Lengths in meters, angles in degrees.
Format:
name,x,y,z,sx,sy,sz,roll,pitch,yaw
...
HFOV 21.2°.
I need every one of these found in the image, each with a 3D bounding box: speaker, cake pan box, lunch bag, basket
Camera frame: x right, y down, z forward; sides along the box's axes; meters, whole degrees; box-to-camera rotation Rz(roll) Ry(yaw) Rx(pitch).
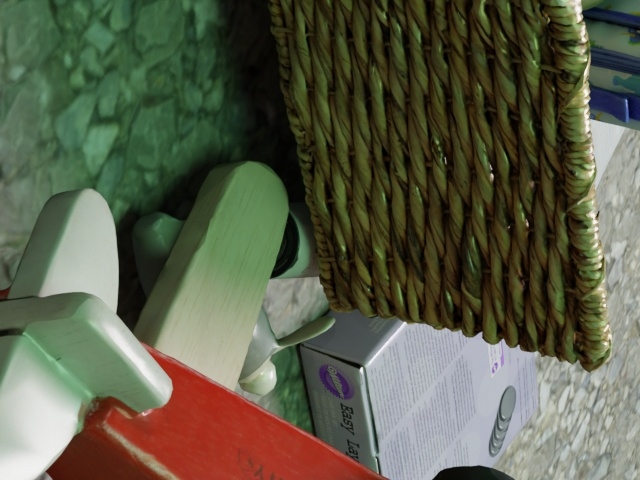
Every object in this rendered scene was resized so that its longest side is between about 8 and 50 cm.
name,x,y,z,sx,sy,sz,roll,pitch,yaw
speaker,0.000,0.000,1.227,0.136,0.055,0.055,-1,106,-57
cake pan box,0.090,0.111,1.415,0.246,0.070,0.266,-48,142,-37
lunch bag,0.231,-0.169,1.345,0.176,0.219,0.090,-48,141,-32
basket,0.123,-0.097,1.127,0.213,0.223,0.299,-45,135,-41

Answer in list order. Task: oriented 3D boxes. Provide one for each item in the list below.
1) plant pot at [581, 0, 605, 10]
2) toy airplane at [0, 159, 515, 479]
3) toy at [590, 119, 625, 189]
name,x,y,z,sx,sy,sz,roll,pitch,yaw
plant pot,0.180,-0.303,1.210,0.256,0.256,0.274,-50,158,-32
toy airplane,-0.099,0.155,1.002,0.386,0.272,0.384,-15,80,-45
toy,0.230,-0.125,1.526,0.237,0.056,0.137,-55,142,-34
